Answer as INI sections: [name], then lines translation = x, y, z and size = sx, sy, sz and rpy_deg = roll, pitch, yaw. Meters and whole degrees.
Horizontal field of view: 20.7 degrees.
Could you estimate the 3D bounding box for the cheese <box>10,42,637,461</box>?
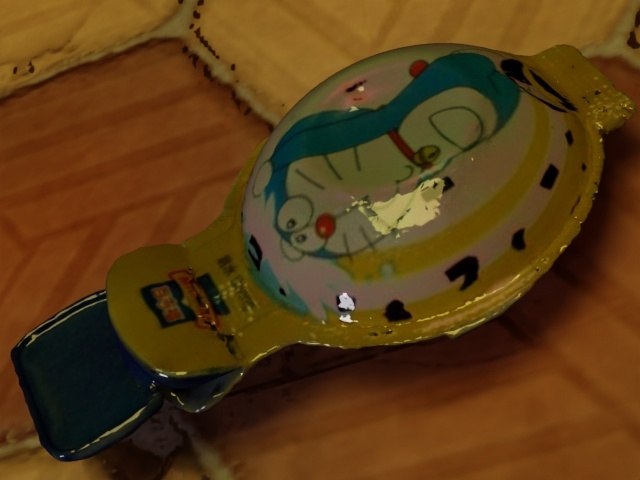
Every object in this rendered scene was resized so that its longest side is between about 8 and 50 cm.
[cheese]
translation = 0.000, 0.000, 0.650
size = 0.250, 0.064, 0.156
rpy_deg = -32, 42, -3
